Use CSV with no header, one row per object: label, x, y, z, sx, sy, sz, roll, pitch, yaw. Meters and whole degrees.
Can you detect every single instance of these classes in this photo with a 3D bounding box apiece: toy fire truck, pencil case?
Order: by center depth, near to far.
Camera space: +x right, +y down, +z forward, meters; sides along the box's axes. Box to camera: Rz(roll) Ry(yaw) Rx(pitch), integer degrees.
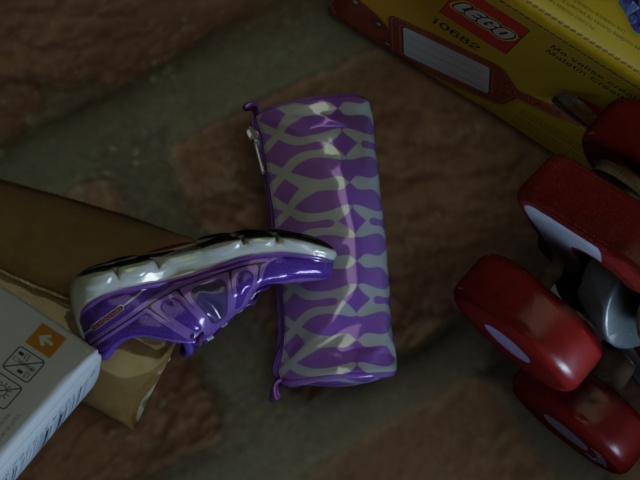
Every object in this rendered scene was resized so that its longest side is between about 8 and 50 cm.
toy fire truck,0.243,0.067,1.212,0.254,0.302,0.169,34,79,37
pencil case,0.000,0.000,1.294,0.088,0.086,0.206,-4,80,-17

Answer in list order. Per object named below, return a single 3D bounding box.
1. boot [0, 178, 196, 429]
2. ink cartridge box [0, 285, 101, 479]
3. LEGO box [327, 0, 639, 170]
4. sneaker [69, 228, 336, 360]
boot,-0.233,0.055,1.235,0.269,0.089,0.236,24,76,-8
ink cartridge box,-0.335,0.094,1.087,0.307,0.072,0.303,32,58,10
LEGO box,0.320,-0.200,1.344,0.500,0.193,0.372,31,75,-5
sneaker,-0.071,0.034,1.225,0.170,0.068,0.071,-14,97,-9
